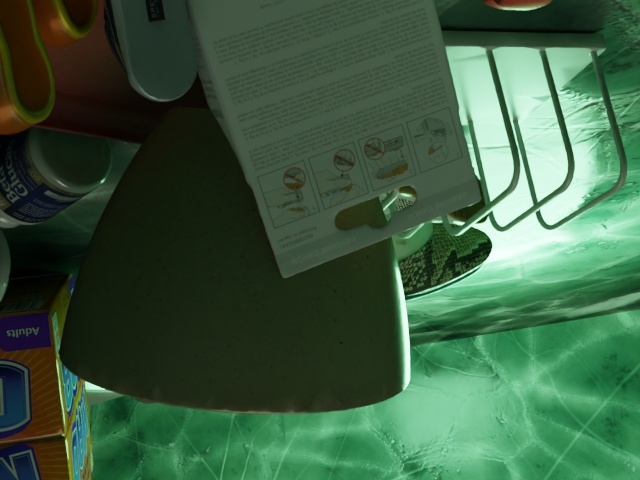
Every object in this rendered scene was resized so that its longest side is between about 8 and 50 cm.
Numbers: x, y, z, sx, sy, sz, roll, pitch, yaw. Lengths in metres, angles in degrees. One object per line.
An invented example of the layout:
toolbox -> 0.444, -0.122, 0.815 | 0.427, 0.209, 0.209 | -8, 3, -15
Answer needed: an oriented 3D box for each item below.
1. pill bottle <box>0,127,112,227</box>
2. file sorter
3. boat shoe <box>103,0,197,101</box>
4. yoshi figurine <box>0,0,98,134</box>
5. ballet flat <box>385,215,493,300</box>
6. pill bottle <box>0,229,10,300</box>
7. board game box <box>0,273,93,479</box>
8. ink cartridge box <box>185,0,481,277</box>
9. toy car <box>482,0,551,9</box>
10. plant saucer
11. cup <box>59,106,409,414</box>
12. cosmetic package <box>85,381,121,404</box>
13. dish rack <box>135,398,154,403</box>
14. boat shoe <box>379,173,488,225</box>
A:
pill bottle -> -0.311, -0.072, 0.956 | 0.094, 0.094, 0.169 | 7, 157, -44
file sorter -> 0.158, -0.106, 0.952 | 0.277, 0.173, 0.193 | -3, 163, -18
boat shoe -> -0.128, -0.192, 0.599 | 0.065, 0.183, 0.083 | -11, -156, -22
yoshi figurine -> -0.344, -0.117, 0.608 | 0.362, 0.203, 0.203 | -3, 176, 10
ballet flat -> 0.032, 0.037, 1.389 | 0.483, 0.164, 0.182 | -20, 123, 4
pill bottle -> -0.519, 0.013, 1.002 | 0.169, 0.169, 0.301 | -14, 164, 18
board game box -> -0.554, 0.265, 1.327 | 0.356, 0.356, 0.356 | -6, -173, -10
ink cartridge box -> 0.011, -0.113, 0.693 | 0.189, 0.232, 0.066 | -21, -159, -12
toy car -> 0.171, -0.252, 0.665 | 0.225, 0.053, 0.239 | 6, 158, -42
plant saucer -> -0.158, -0.166, 0.800 | 0.259, 0.048, 0.258 | 5, 159, -42
cup -> -0.069, 0.000, 0.825 | 0.331, 0.237, 0.331 | 5, -174, 0
cosmetic package -> -0.546, 0.245, 1.748 | 0.365, 0.197, 0.155 | -22, 158, 35
dish rack -> -0.131, 0.096, 1.215 | 0.285, 0.333, 0.072 | -13, 122, 5
boat shoe -> 0.119, -0.073, 1.197 | 0.277, 0.098, 0.096 | 17, 152, -38
